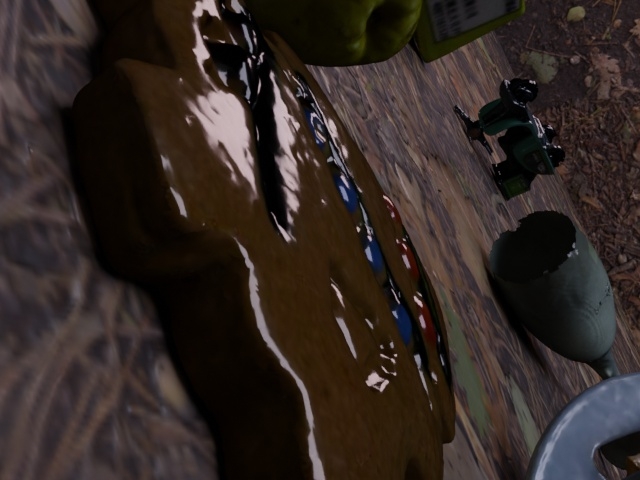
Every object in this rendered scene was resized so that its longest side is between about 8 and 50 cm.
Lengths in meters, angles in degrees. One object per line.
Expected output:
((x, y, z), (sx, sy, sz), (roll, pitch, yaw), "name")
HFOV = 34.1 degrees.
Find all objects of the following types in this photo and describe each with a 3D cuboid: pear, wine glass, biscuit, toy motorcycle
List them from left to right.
((-0.004, -0.146, 0.525), (0.131, 0.107, 0.107), (52, 11, 20), "pear")
((0.001, -0.001, 0.436), (0.301, 0.043, 0.278), (23, 44, -66), "biscuit")
((0.237, -0.128, 1.278), (0.173, 0.100, 0.058), (52, 19, -44), "toy motorcycle")
((0.335, 0.061, 0.998), (0.309, 0.264, 0.096), (53, 13, -35), "wine glass")

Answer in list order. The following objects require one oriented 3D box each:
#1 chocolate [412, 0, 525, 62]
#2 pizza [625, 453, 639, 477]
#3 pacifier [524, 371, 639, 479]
((0.125, -0.395, 1.106), (0.301, 0.137, 0.289), (62, 18, -64), "chocolate")
((0.379, 0.348, 1.029), (0.161, 0.085, 0.305), (-19, 81, -52), "pizza")
((0.236, 0.227, 0.670), (0.207, 0.227, 0.279), (123, -49, -61), "pacifier")
